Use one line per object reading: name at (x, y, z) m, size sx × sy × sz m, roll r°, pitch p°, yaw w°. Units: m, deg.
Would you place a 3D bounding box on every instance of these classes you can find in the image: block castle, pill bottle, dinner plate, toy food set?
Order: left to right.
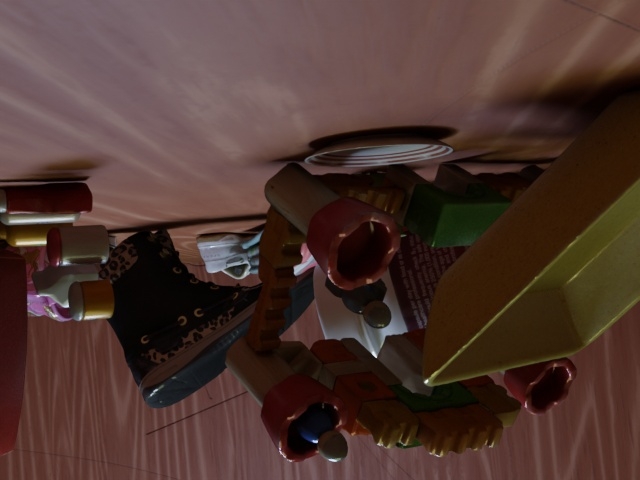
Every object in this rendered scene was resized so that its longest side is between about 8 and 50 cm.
toy food set at (-0.293, 0.002, 1.068) m, size 0.104 × 0.111 × 0.232 m, roll -3°, pitch -152°, yaw -25°
dinner plate at (0.055, -0.086, 0.969) m, size 0.141 × 0.017 × 0.141 m, roll -5°, pitch 176°, yaw 0°
block castle at (0.139, 0.080, 1.157) m, size 0.453 × 0.303 × 0.213 m, roll -2°, pitch -151°, yaw -36°
pill bottle at (0.204, 0.066, 1.499) m, size 0.392 × 0.224 × 0.224 m, roll -17°, pitch 174°, yaw 13°

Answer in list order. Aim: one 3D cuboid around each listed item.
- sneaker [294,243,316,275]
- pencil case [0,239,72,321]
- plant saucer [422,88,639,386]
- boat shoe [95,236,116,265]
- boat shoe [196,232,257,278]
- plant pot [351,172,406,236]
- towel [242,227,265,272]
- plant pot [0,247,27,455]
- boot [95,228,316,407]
sneaker at (0.000, 0.001, 1.643) m, size 0.136 × 0.116 × 0.314 m, roll -6°, pitch 177°, yaw -11°
pencil case at (-0.602, 0.075, 1.761) m, size 0.386 × 0.167 × 0.160 m, roll -5°, pitch 146°, yaw 10°
plant saucer at (0.259, -0.013, 0.926) m, size 0.333 × 0.081 × 0.333 m, roll 0°, pitch 138°, yaw -53°
boat shoe at (-0.426, 0.028, 1.914) m, size 0.078 × 0.070 × 0.219 m, roll -4°, pitch 177°, yaw -5°
boat shoe at (-0.184, 0.037, 2.222) m, size 0.098 × 0.096 × 0.277 m, roll -7°, pitch 177°, yaw 25°
plant pot at (0.061, -0.041, 1.249) m, size 0.083 × 0.079 × 0.083 m, roll -4°, pitch 178°, yaw 0°
towel at (0.032, 0.001, 2.033) m, size 0.320 × 0.090 × 0.374 m, roll -7°, pitch 178°, yaw -17°
plant pot at (-0.475, 0.098, 1.135) m, size 0.267 × 0.236 × 0.267 m, roll 19°, pitch -179°, yaw 8°
boot at (-0.214, 0.087, 1.808) m, size 0.377 × 0.284 × 0.138 m, roll -36°, pitch 153°, yaw -11°
